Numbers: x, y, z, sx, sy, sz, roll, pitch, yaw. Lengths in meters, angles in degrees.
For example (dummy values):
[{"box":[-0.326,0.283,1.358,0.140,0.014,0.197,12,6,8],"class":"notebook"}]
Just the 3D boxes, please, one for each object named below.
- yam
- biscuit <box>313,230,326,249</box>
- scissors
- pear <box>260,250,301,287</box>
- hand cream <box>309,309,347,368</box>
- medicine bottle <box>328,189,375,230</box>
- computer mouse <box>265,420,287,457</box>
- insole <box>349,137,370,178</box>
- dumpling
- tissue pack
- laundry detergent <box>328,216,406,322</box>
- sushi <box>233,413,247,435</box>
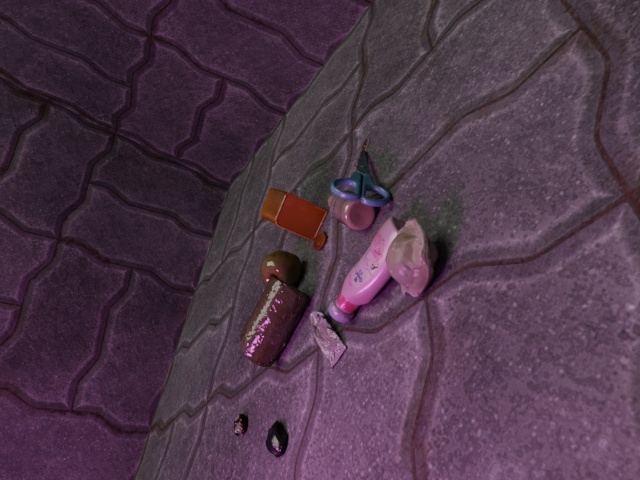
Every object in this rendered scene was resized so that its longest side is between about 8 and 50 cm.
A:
[{"box":[-0.170,0.287,1.783,0.304,0.168,0.168,-61,22,7],"class":"yam"},{"box":[0.000,0.000,1.902,0.078,0.015,0.091,-64,22,-4],"class":"biscuit"},{"box":[0.144,-0.232,1.692,0.447,0.193,0.029,-78,0,-59],"class":"scissors"},{"box":[-0.158,0.121,1.950,0.167,0.167,0.136,-51,9,31],"class":"pear"},{"box":[0.015,0.284,1.525,0.084,0.050,0.257,-56,26,13],"class":"hand cream"},{"box":[0.093,-0.113,1.680,0.114,0.114,0.252,-62,21,5],"class":"medicine bottle"},{"box":[-0.143,0.611,1.525,0.079,0.047,0.135,-61,20,7],"class":"computer mouse"},{"box":[0.151,-0.312,1.912,0.065,0.004,0.197,1,68,67],"class":"insole"},{"box":[0.231,0.048,1.207,0.136,0.118,0.199,28,120,59],"class":"dumpling"},{"box":[-0.122,-0.115,2.064,0.145,0.194,0.274,-65,21,0],"class":"tissue pack"},{"box":[0.137,0.094,1.392,0.335,0.088,0.159,-55,19,24],"class":"laundry detergent"},{"box":[-0.288,0.676,1.810,0.046,0.044,0.083,-36,30,10],"class":"sushi"}]
